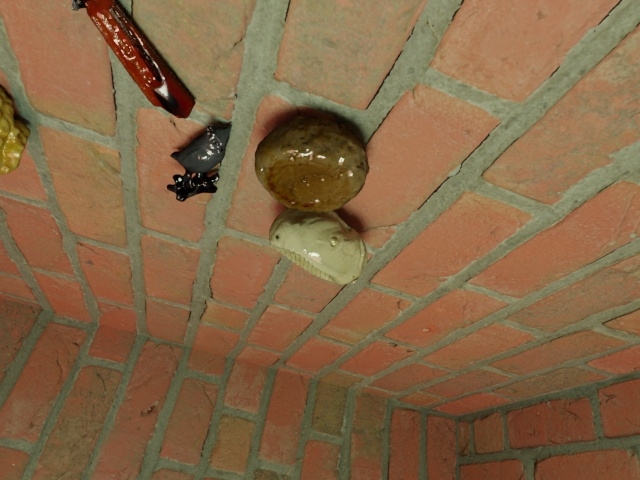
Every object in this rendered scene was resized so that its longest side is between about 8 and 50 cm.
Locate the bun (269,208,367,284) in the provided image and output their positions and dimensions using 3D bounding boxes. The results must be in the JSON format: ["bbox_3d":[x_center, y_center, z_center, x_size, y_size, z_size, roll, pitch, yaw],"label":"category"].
[{"bbox_3d":[0.000,0.000,1.072,0.259,0.160,0.259,26,168,6],"label":"bun"}]

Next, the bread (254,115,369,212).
[{"bbox_3d":[-0.016,-0.155,0.878,0.229,0.123,0.230,3,148,2],"label":"bread"}]

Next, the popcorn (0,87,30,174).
[{"bbox_3d":[-0.754,-0.236,0.920,0.249,0.190,0.250,13,139,12],"label":"popcorn"}]

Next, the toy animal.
[{"bbox_3d":[-0.261,-0.195,0.951,0.117,0.121,0.210,51,128,16],"label":"toy animal"}]

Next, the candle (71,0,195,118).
[{"bbox_3d":[-0.325,-0.332,0.758,0.084,0.059,0.302,-13,144,13],"label":"candle"}]
